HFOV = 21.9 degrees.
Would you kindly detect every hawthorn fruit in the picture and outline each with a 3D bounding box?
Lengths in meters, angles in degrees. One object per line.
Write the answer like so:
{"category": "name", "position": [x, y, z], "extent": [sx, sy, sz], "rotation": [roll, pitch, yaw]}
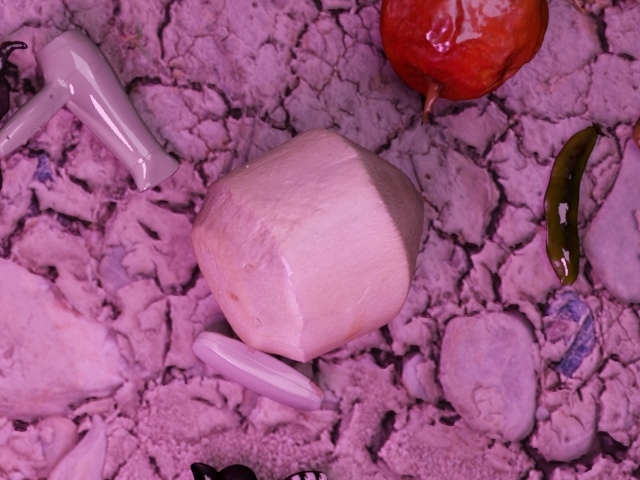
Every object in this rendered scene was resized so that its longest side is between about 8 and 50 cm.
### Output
{"category": "hawthorn fruit", "position": [0.158, -0.242, 1.997], "extent": [0.207, 0.207, 0.243], "rotation": [25, 74, -8]}

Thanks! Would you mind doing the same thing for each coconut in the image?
{"category": "coconut", "position": [0.000, 0.000, 1.853], "extent": [0.266, 0.237, 0.237], "rotation": [-31, 85, -19]}

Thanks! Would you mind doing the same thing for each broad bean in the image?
{"category": "broad bean", "position": [0.314, -0.053, 2.065], "extent": [0.069, 0.039, 0.226], "rotation": [23, 69, -15]}

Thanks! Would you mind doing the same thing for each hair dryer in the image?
{"category": "hair dryer", "position": [-0.298, -0.108, 1.865], "extent": [0.237, 0.075, 0.206], "rotation": [-38, 93, -37]}

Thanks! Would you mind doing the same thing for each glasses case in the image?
{"category": "glasses case", "position": [-0.071, 0.149, 1.883], "extent": [0.164, 0.063, 0.041], "rotation": [27, 72, -7]}

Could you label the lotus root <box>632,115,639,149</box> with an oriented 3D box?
{"category": "lotus root", "position": [0.438, -0.153, 2.122], "extent": [0.054, 0.049, 0.099], "rotation": [36, 69, 5]}

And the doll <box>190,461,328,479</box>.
{"category": "doll", "position": [-0.055, 0.298, 1.847], "extent": [0.219, 0.067, 0.091], "rotation": [10, 69, -19]}

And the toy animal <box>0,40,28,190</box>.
{"category": "toy animal", "position": [-0.411, -0.135, 1.866], "extent": [0.148, 0.084, 0.232], "rotation": [26, 62, -26]}
